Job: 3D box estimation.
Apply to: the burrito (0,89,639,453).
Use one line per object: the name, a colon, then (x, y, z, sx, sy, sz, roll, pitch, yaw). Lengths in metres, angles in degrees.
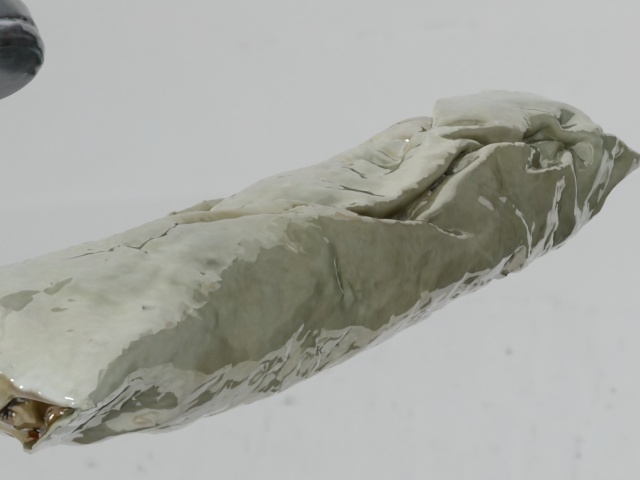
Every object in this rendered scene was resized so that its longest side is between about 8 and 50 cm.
burrito: (0.000, 0.000, 0.673, 0.392, 0.117, 0.076, -24, -64, -51)

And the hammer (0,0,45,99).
hammer: (-0.256, -0.109, 0.450, 0.427, 0.044, 0.152, -6, -113, -51)
